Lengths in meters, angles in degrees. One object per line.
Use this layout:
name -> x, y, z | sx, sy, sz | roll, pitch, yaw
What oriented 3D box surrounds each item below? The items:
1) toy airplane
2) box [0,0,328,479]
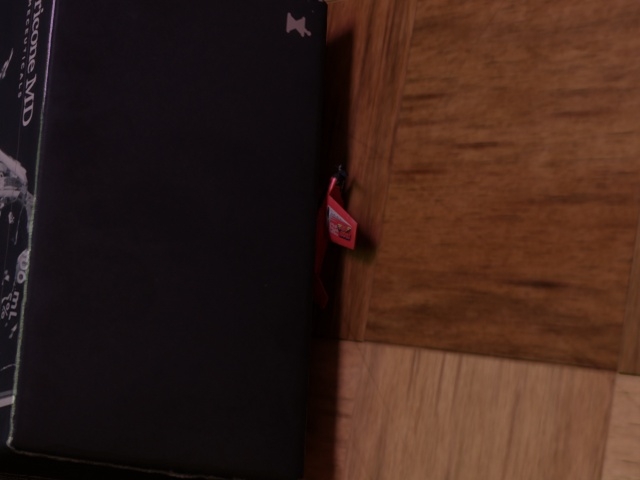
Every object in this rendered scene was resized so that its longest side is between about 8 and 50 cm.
toy airplane -> 0.000, 0.000, 1.572 | 0.151, 0.028, 0.151 | -28, 57, 52
box -> -0.235, 0.015, 1.664 | 0.471, 0.297, 0.480 | -21, 62, 56
